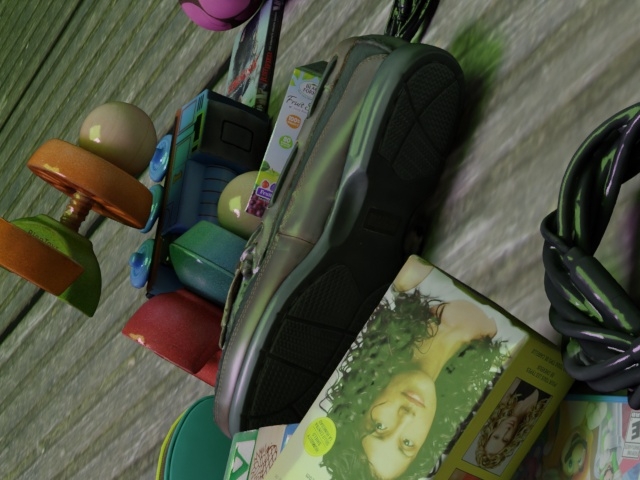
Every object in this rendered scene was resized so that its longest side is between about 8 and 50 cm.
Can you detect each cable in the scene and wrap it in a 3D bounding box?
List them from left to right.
[{"bbox_3d":[0.152,0.000,0.733,0.184,0.047,0.150,6,79,68],"label":"cable"}]

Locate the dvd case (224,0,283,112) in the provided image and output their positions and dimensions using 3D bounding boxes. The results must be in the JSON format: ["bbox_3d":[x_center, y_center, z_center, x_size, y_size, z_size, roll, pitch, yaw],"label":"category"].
[{"bbox_3d":[-0.061,-0.142,1.469,0.087,0.013,0.119,-38,40,58],"label":"dvd case"}]

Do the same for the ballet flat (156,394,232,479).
[{"bbox_3d":[-0.070,0.205,1.121,0.231,0.077,0.077,-100,17,-49],"label":"ballet flat"}]

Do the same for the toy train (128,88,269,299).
[{"bbox_3d":[-0.099,-0.027,1.381,0.105,0.080,0.184,-33,43,52],"label":"toy train"}]

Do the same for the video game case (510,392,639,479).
[{"bbox_3d":[0.107,0.151,0.769,0.119,0.015,0.166,-9,65,68],"label":"video game case"}]

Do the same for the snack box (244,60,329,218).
[{"bbox_3d":[-0.008,-0.068,1.150,0.141,0.037,0.100,-49,-23,-79],"label":"snack box"}]

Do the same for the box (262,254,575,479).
[{"bbox_3d":[0.020,0.128,0.805,0.087,0.058,0.232,34,94,42],"label":"box"}]

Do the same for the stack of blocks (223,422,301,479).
[{"bbox_3d":[-0.028,0.256,0.932,0.171,0.087,0.297,-20,55,65],"label":"stack of blocks"}]

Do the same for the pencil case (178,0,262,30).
[{"bbox_3d":[-0.051,-0.256,1.426,0.095,0.098,0.209,65,152,4],"label":"pencil case"}]

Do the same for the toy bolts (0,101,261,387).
[{"bbox_3d":[-0.132,-0.017,1.238,0.158,0.228,0.218,-61,-12,-7],"label":"toy bolts"}]

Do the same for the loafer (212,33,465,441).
[{"bbox_3d":[0.000,0.000,1.043,0.084,0.096,0.267,25,89,43],"label":"loafer"}]

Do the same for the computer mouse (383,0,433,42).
[{"bbox_3d":[0.036,-0.089,1.126,0.071,0.041,0.242,158,128,-66],"label":"computer mouse"}]
